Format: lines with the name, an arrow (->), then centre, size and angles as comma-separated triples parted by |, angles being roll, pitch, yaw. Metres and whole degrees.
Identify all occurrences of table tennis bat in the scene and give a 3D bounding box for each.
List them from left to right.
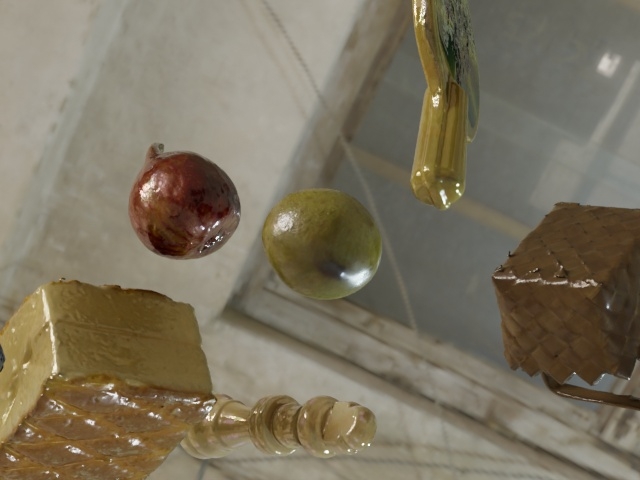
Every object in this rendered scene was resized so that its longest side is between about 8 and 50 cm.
table tennis bat -> 0.123, -0.158, 1.152 | 0.050, 0.198, 0.320 | -9, -134, 19

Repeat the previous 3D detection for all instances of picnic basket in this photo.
picnic basket -> 0.438, 0.124, 1.846 | 0.254, 0.321, 0.291 | 3, -148, 42

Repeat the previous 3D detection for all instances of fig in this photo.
fig -> -0.220, -0.075, 1.749 | 0.207, 0.175, 0.175 | 55, -158, 11

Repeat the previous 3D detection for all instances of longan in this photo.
longan -> 0.000, 0.000, 1.522 | 0.154, 0.145, 0.176 | 56, 176, -28

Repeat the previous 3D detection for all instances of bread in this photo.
bread -> -0.344, 0.219, 1.736 | 0.279, 0.279, 0.207 | 12, -136, -32

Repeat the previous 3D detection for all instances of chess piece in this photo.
chess piece -> -0.065, 0.299, 1.869 | 0.397, 0.117, 0.117 | -8, 167, 44

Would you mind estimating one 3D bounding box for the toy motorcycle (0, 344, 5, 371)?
toy motorcycle -> -0.452, 0.181, 1.196 | 0.106, 0.270, 0.159 | 55, -166, 27
